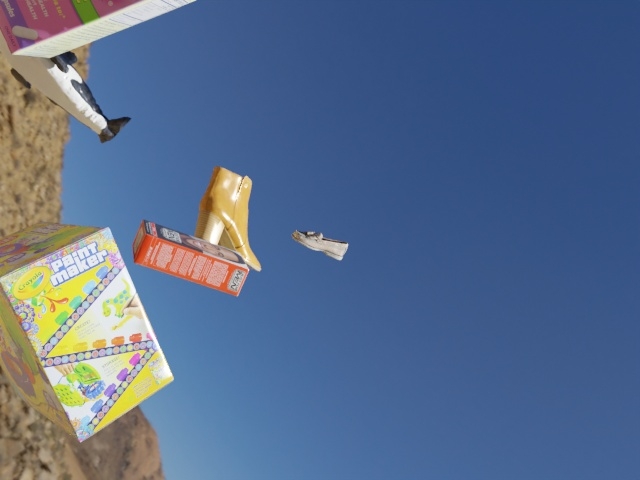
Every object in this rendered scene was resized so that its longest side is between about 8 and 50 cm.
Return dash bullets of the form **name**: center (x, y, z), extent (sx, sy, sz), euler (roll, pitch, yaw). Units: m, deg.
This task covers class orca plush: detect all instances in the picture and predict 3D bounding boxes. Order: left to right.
- **orca plush**: center (-0.485, -0.327, 1.255), extent (0.287, 0.102, 0.151), euler (37, -34, -20)

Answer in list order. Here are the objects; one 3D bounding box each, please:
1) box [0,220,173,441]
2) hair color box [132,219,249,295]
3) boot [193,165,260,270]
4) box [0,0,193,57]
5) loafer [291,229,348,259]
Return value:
- **box**: center (-0.429, 0.131, 1.072), extent (0.289, 0.177, 0.279), euler (4, -62, 48)
- **hair color box**: center (-0.171, 0.023, 0.852), extent (0.141, 0.043, 0.072), euler (21, 10, -23)
- **boot**: center (-0.212, -0.053, 1.702), extent (0.104, 0.211, 0.295), euler (9, -17, 28)
- **box**: center (-0.323, -0.387, 0.861), extent (0.117, 0.242, 0.214), euler (-88, 159, -77)
- **loafer**: center (0.000, 0.000, 1.328), extent (0.125, 0.039, 0.045), euler (24, 16, -29)
